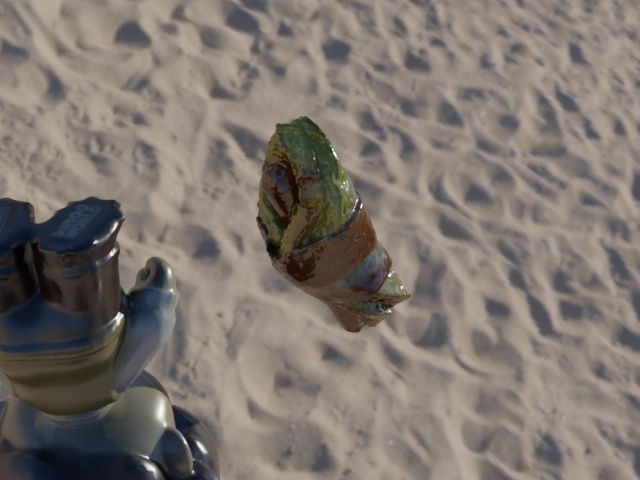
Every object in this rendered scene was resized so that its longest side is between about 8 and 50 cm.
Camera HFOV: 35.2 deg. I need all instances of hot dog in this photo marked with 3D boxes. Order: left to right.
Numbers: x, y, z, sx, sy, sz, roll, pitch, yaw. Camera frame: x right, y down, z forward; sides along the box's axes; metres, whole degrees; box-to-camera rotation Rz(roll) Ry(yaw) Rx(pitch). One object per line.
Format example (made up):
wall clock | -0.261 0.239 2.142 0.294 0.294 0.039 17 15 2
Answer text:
hot dog | -0.002 0.003 0.916 0.093 0.262 0.123 -38 34 -14

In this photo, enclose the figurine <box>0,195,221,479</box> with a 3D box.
figurine | -0.195 0.127 0.811 0.218 0.365 0.206 -7 23 -9
